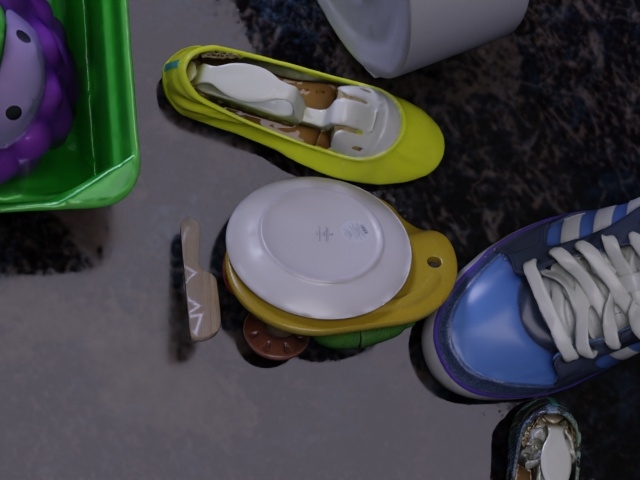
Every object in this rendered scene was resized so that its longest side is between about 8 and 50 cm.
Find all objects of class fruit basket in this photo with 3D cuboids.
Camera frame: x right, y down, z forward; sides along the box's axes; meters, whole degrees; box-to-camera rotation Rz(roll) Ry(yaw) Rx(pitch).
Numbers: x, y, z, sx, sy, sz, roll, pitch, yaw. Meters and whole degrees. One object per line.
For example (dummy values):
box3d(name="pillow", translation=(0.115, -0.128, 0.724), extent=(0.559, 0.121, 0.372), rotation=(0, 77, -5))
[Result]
box3d(name="fruit basket", translation=(-0.270, -0.198, 1.223), extent=(0.282, 0.392, 0.392), rotation=(-4, 82, -10))

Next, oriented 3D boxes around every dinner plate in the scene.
box3d(name="dinner plate", translation=(0.000, 0.000, 1.360), extent=(0.141, 0.017, 0.141), rotation=(6, 49, -7))

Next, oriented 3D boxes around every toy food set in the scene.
box3d(name="toy food set", translation=(-0.007, 0.038, 1.385), extent=(0.217, 0.071, 0.128), rotation=(-6, 51, -16))

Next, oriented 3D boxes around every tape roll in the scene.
box3d(name="tape roll", translation=(0.048, -0.265, 1.329), extent=(0.100, 0.286, 0.286), rotation=(-22, 85, -13))

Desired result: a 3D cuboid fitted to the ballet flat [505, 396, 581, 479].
box3d(name="ballet flat", translation=(0.167, 0.212, 1.384), extent=(0.070, 0.070, 0.188), rotation=(3, 81, -9))

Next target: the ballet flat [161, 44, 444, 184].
box3d(name="ballet flat", translation=(-0.010, -0.099, 1.396), extent=(0.231, 0.077, 0.077), rotation=(16, 78, -7))

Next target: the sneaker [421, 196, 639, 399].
box3d(name="sneaker", translation=(0.244, 0.018, 1.339), extent=(0.322, 0.236, 0.130), rotation=(-19, 84, -12))
